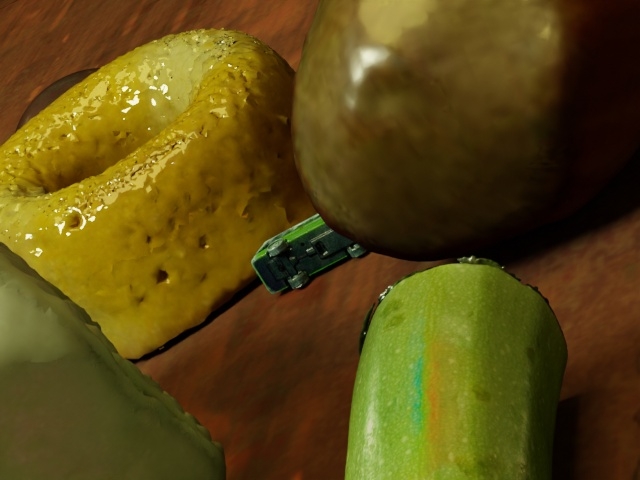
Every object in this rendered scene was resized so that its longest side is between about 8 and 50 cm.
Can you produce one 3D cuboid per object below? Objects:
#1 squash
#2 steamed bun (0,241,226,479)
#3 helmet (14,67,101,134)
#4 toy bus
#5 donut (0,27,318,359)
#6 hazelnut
[{"bbox_3d":[0.052,0.090,0.694,0.095,0.095,0.188,-26,21,20],"label":"squash"},{"bbox_3d":[-0.189,0.106,0.820,0.206,0.275,0.320,-51,-11,-8],"label":"steamed bun"},{"bbox_3d":[-0.188,-0.078,1.355,0.175,0.106,0.155,-15,29,47],"label":"helmet"},{"bbox_3d":[0.000,0.000,1.036,0.083,0.031,0.037,-28,17,17],"label":"toy bus"},{"bbox_3d":[-0.122,-0.040,1.159,0.277,0.108,0.277,-25,29,15],"label":"donut"},{"bbox_3d":[0.080,-0.093,0.914,0.210,0.186,0.210,-42,26,26],"label":"hazelnut"}]
